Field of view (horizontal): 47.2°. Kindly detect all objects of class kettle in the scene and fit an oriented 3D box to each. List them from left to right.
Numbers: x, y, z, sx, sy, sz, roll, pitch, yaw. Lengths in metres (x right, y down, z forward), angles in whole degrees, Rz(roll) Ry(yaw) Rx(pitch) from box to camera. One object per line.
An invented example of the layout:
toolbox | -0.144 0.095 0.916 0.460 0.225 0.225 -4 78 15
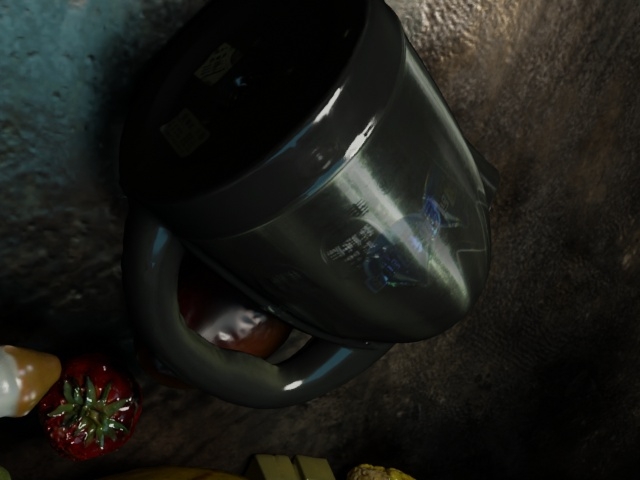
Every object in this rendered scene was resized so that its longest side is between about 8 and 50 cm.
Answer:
kettle | 0.000 0.000 0.608 0.321 0.228 0.324 -50 131 -4

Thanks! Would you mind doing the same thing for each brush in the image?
brush | -0.076 0.367 0.905 0.103 0.047 0.233 15 112 -30

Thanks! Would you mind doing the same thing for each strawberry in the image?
strawberry | -0.221 0.157 0.693 0.106 0.106 0.106 -11 122 -18

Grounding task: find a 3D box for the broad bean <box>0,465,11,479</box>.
broad bean | -0.380 0.258 0.647 0.206 0.153 0.072 -32 112 -20

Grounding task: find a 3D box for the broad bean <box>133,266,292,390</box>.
broad bean | -0.096 0.078 0.704 0.165 0.084 0.114 -35 124 -9

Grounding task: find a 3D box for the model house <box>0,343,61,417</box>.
model house | -0.367 0.117 0.577 0.300 0.190 0.272 -7 118 -44

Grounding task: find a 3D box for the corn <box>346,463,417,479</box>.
corn | 0.137 0.397 0.979 0.119 0.119 0.322 -42 122 4

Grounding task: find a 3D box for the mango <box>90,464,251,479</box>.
mango | -0.241 0.346 0.691 0.444 0.301 0.221 -10 94 3
